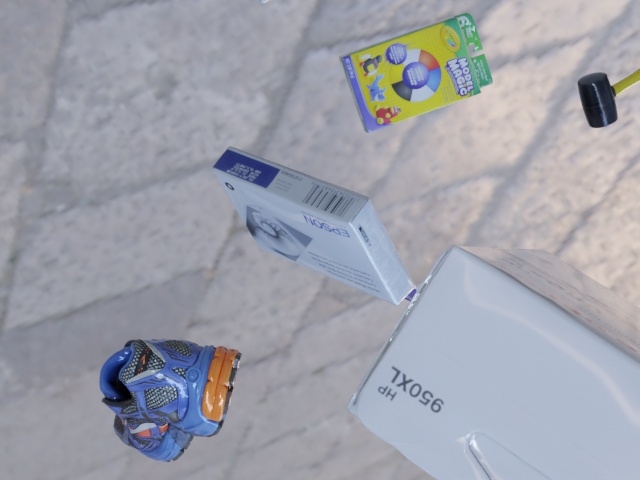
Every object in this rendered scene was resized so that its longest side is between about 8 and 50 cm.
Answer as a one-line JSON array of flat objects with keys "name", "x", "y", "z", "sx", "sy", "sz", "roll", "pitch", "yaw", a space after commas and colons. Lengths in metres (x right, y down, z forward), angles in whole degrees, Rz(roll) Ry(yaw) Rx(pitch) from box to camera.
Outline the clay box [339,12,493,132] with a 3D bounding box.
[{"name": "clay box", "x": 0.154, "y": -0.264, "z": 2.286, "sx": 0.222, "sy": 0.127, "sz": 0.053, "roll": -20, "pitch": -169, "yaw": -2}]

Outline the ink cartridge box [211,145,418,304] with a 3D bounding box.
[{"name": "ink cartridge box", "x": 0.000, "y": 0.000, "z": 1.720, "sx": 0.045, "sy": 0.223, "sz": 0.224, "roll": -53, "pitch": 140, "yaw": -19}]

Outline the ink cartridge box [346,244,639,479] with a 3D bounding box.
[{"name": "ink cartridge box", "x": 0.231, "y": 0.143, "z": 1.260, "sx": 0.166, "sy": 0.285, "sz": 0.395, "roll": -60, "pitch": 163, "yaw": 9}]

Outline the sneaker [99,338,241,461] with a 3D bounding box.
[{"name": "sneaker", "x": -0.127, "y": 0.110, "z": 1.110, "sx": 0.087, "sy": 0.083, "sz": 0.221, "roll": 21, "pitch": 156, "yaw": -12}]

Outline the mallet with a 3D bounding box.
[{"name": "mallet", "x": 0.381, "y": -0.207, "z": 1.744, "sx": 0.190, "sy": 0.039, "sz": 0.062, "roll": -38, "pitch": 117, "yaw": -20}]

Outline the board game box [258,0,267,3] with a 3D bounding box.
[{"name": "board game box", "x": -0.023, "y": -0.506, "z": 2.185, "sx": 0.303, "sy": 0.097, "sz": 0.224, "roll": -42, "pitch": 158, "yaw": -55}]
